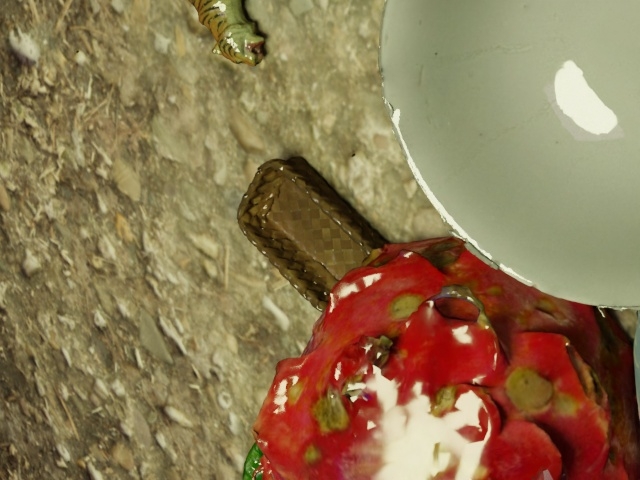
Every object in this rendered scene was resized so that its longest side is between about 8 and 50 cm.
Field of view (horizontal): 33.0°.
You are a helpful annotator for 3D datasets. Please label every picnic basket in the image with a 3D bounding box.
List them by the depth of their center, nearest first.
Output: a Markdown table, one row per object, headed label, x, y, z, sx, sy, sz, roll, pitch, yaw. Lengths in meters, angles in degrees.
| label | x | y | z | sx | sy | sz | roll | pitch | yaw |
| --- | --- | --- | --- | --- | --- | --- | --- | --- | --- |
| picnic basket | 0.000 | 0.000 | 1.132 | 0.193 | 0.054 | 0.110 | 44 | 127 | 18 |

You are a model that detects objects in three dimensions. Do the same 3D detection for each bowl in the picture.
| label | x | y | z | sx | sy | sz | roll | pitch | yaw |
| --- | --- | --- | --- | --- | --- | --- | --- | --- | --- |
| bowl | 0.226 | -0.133 | 0.829 | 0.345 | 0.157 | 0.346 | 23 | 129 | 32 |

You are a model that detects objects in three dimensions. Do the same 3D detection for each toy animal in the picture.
| label | x | y | z | sx | sy | sz | roll | pitch | yaw |
| --- | --- | --- | --- | --- | --- | --- | --- | --- | --- |
| toy animal | -0.126 | -0.293 | 1.139 | 0.241 | 0.056 | 0.099 | 53 | 129 | 12 |

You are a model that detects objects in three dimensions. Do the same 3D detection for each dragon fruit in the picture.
| label | x | y | z | sx | sy | sz | roll | pitch | yaw |
| --- | --- | --- | --- | --- | --- | --- | --- | --- | --- |
| dragon fruit | 0.102 | 0.192 | 0.967 | 0.386 | 0.249 | 0.371 | -13 | 97 | 24 |

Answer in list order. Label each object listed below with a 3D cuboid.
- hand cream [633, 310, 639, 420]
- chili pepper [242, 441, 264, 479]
| label | x | y | z | sx | sy | sz | roll | pitch | yaw |
| --- | --- | --- | --- | --- | --- | --- | --- | --- | --- |
| hand cream | 0.295 | 0.173 | 0.894 | 0.055 | 0.088 | 0.256 | -10 | 126 | 19 |
| chili pepper | 0.005 | 0.205 | 1.178 | 0.253 | 0.083 | 0.099 | -45 | 77 | 33 |
